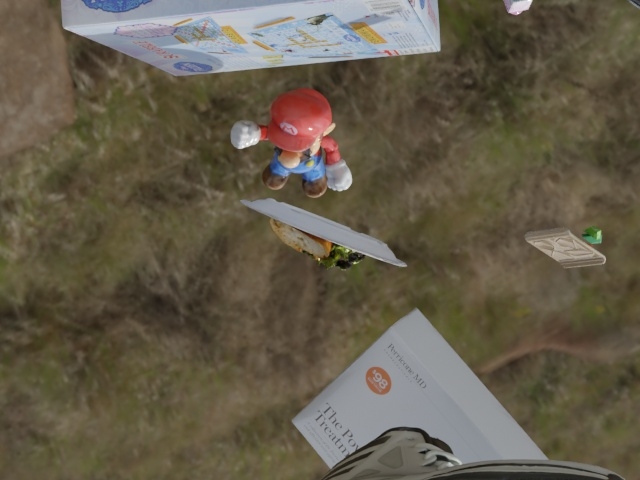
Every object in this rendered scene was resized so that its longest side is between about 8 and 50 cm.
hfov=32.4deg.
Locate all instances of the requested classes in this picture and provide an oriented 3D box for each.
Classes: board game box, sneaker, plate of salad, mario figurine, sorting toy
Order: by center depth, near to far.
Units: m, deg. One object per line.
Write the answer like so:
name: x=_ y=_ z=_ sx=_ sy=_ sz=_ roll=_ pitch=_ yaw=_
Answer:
sorting toy: x=0.244 y=0.004 z=1.052 sx=0.062 sy=0.012 sz=0.083 roll=35 pitch=155 yaw=-27
board game box: x=-0.051 y=-0.233 z=1.119 sx=0.318 sy=0.066 sz=0.318 roll=-4 pitch=179 yaw=11
plate of salad: x=0.000 y=0.000 z=1.224 sx=0.200 sy=0.200 sz=0.048 roll=16 pitch=95 yaw=-57
sneaker: x=0.152 y=0.275 z=1.244 sx=0.447 sy=0.169 sz=0.257 roll=-17 pitch=-163 yaw=29
mario figurine: x=-0.055 y=-0.158 z=2.102 sx=0.198 sy=0.170 sz=0.320 roll=-23 pitch=161 yaw=-9

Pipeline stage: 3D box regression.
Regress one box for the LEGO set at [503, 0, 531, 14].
LEGO set: x=0.318 y=-0.311 z=1.197 sx=0.287 sy=0.132 sz=0.107 roll=-5 pitch=168 yaw=-9

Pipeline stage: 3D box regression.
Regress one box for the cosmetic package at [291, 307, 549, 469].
cosmetic package: x=0.169 y=0.336 z=1.709 sx=0.284 sy=0.377 sz=0.097 roll=-48 pitch=169 yaw=34

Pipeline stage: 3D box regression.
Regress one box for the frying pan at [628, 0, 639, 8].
frying pan: x=0.397 y=-0.297 z=1.288 sx=0.326 sy=0.197 sz=0.053 roll=-61 pitch=178 yaw=-27
